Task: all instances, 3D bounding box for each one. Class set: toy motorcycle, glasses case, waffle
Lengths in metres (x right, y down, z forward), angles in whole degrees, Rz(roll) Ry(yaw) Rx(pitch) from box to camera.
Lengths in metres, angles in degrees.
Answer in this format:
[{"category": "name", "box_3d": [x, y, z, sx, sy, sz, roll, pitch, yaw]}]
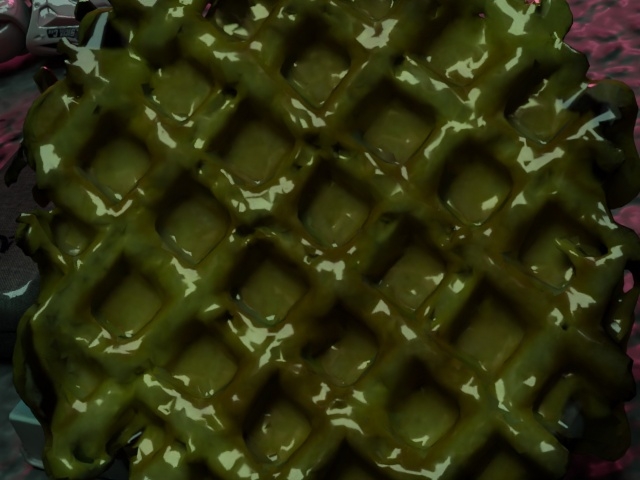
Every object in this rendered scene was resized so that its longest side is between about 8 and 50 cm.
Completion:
[{"category": "toy motorcycle", "box_3d": [-0.251, -0.238, 1.468, 0.254, 0.112, 0.112, -18, 35, -5]}, {"category": "glasses case", "box_3d": [-0.208, -0.030, 1.168, 0.131, 0.074, 0.323, 1, 39, 26]}, {"category": "waffle", "box_3d": [0.000, 0.000, 0.839, 0.382, 0.380, 0.095, -2, -6, 4]}]

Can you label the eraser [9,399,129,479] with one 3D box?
[{"category": "eraser", "box_3d": [-0.118, 0.073, 1.009, 0.095, 0.052, 0.225, 5, 40, 31]}]
